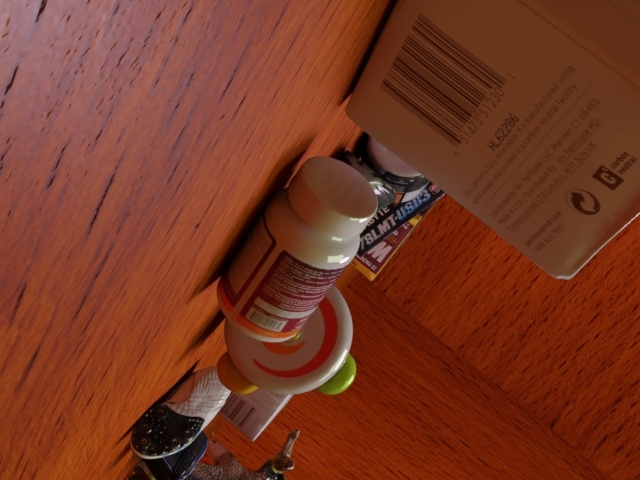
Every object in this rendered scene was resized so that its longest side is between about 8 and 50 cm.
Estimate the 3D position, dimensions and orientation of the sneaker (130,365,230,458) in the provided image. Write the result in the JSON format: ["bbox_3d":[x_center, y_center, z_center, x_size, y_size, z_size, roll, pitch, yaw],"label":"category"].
[{"bbox_3d":[-0.227,0.284,1.663,0.086,0.085,0.237,-46,176,35],"label":"sneaker"}]

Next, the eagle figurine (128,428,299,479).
[{"bbox_3d":[-0.205,0.468,2.005,0.298,0.225,0.226,-8,107,-28],"label":"eagle figurine"}]

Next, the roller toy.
[{"bbox_3d":[-0.050,0.137,1.566,0.146,0.209,0.191,89,2,-82],"label":"roller toy"}]

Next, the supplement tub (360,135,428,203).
[{"bbox_3d":[0.122,-0.125,1.604,0.117,0.117,0.190,-50,176,-11],"label":"supplement tub"}]

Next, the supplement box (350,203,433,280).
[{"bbox_3d":[0.141,-0.052,2.220,0.191,0.129,0.194,-54,174,33],"label":"supplement box"}]

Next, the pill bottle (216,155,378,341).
[{"bbox_3d":[-0.028,0.012,1.235,0.221,0.121,0.121,-54,174,36],"label":"pill bottle"}]

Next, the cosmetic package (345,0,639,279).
[{"bbox_3d":[0.296,-0.242,1.125,0.393,0.327,0.329,-50,175,-26],"label":"cosmetic package"}]

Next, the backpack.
[{"bbox_3d":[-0.255,0.345,1.745,0.084,0.105,0.114,-27,-169,35],"label":"backpack"}]

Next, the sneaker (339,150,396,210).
[{"bbox_3d":[0.043,-0.053,1.526,0.106,0.101,0.267,-48,174,-6],"label":"sneaker"}]

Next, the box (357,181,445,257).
[{"bbox_3d":[0.186,-0.119,1.891,0.293,0.073,0.295,-38,-173,22],"label":"box"}]

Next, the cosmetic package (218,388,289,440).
[{"bbox_3d":[-0.124,0.281,2.130,0.151,0.151,0.184,-54,175,25],"label":"cosmetic package"}]
